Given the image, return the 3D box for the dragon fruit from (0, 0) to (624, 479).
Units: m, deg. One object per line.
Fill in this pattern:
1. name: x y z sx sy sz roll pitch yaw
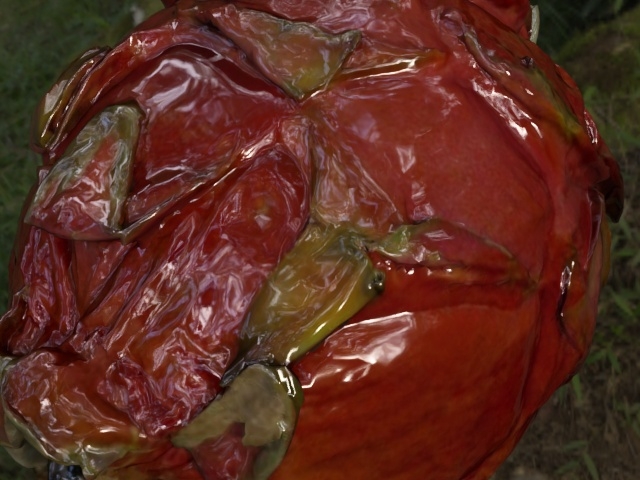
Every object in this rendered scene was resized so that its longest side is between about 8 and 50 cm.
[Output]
1. dragon fruit: 0.000 0.000 0.491 0.277 0.277 0.342 20 64 30
